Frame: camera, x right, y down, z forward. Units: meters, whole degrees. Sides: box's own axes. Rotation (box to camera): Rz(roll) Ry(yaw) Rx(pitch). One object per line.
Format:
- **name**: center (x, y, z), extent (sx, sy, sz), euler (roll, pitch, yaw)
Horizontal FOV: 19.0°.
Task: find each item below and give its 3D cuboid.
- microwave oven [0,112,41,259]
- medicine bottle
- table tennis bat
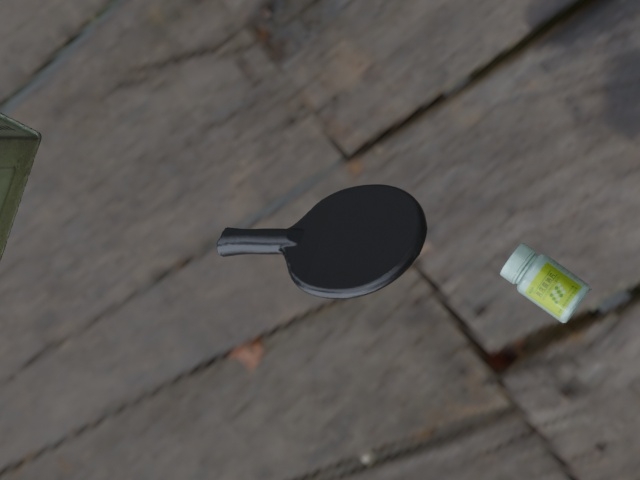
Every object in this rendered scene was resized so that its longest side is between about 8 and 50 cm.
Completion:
- **microwave oven**: center (-0.545, 0.017, 2.140), extent (0.247, 0.333, 0.394), euler (26, 104, 21)
- **medicine bottle**: center (0.224, 0.042, 1.912), extent (0.083, 0.047, 0.047), euler (36, 143, 10)
- **table tennis bat**: center (0.000, 0.000, 2.001), extent (0.236, 0.150, 0.027), euler (-1, 140, 27)
